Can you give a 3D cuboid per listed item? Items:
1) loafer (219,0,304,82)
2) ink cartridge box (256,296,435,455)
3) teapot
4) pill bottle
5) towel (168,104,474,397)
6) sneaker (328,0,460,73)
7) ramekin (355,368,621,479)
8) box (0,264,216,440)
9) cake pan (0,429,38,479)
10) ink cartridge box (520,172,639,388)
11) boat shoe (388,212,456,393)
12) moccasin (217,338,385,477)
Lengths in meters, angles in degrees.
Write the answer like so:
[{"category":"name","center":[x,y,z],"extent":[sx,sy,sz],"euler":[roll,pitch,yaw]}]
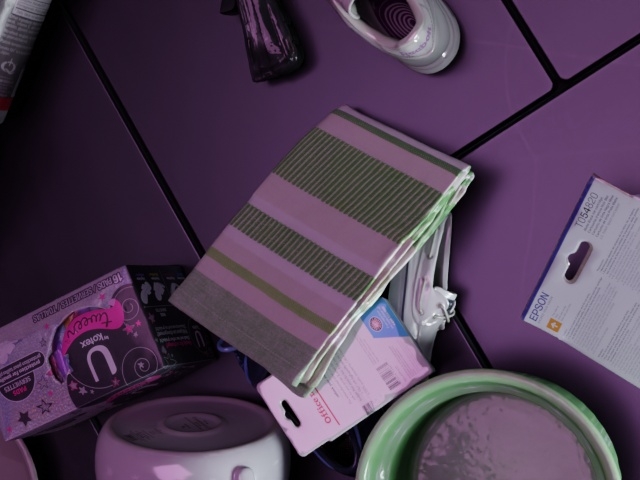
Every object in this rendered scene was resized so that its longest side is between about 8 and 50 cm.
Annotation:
[{"category":"loafer","center":[-0.093,-0.306,1.687],"extent":[0.078,0.076,0.223],"euler":[-22,87,10]},{"category":"ink cartridge box","center":[0.029,0.157,1.555],"extent":[0.180,0.060,0.104],"euler":[-34,83,5]},{"category":"teapot","center":[-0.150,0.307,1.628],"extent":[0.252,0.256,0.187],"euler":[2,101,11]},{"category":"pill bottle","center":[-0.440,-0.325,1.753],"extent":[0.176,0.176,0.319],"euler":[26,99,17]},{"category":"towel","center":[0.000,0.000,1.583],"extent":[0.248,0.038,0.325],"euler":[31,79,39]},{"category":"sneaker","center":[0.042,-0.328,1.602],"extent":[0.305,0.152,0.114],"euler":[46,106,14]},{"category":"ramekin","center":[0.204,0.291,1.555],"extent":[0.303,0.148,0.304],"euler":[0,91,19]},{"category":"box","center":[-0.286,0.142,1.712],"extent":[0.247,0.163,0.142],"euler":[-27,81,18]},{"category":"cake pan","center":[-0.510,0.338,1.826],"extent":[0.293,0.054,0.293],"euler":[1,94,9]},{"category":"ink cartridge box","center":[0.363,0.056,1.504],"extent":[0.224,0.045,0.223],"euler":[31,128,14]},{"category":"boat shoe","center":[0.124,0.071,1.613],"extent":[0.075,0.083,0.226],"euler":[-2,89,20]},{"category":"moccasin","center":[-0.031,0.137,1.649],"extent":[0.342,0.117,0.138],"euler":[46,104,13]}]
